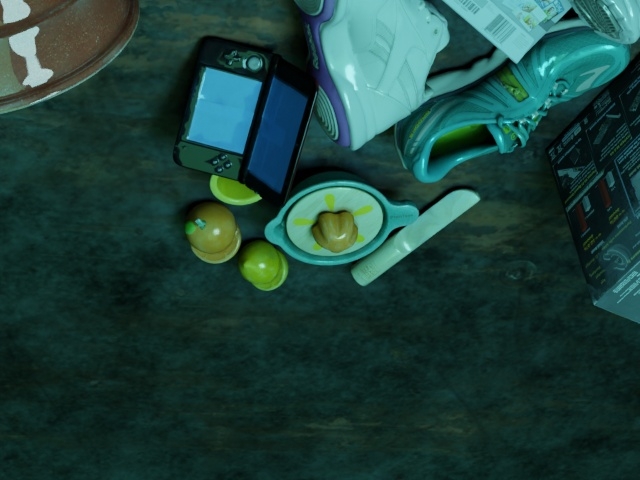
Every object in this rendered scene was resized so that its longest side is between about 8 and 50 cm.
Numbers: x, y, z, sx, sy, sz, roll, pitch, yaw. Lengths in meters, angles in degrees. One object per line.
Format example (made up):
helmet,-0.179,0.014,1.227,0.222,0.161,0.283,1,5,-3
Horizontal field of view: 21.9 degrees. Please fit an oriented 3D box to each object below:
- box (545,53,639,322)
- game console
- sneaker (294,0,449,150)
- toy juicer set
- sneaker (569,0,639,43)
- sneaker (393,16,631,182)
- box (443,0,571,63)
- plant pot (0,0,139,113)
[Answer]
box,0.382,-0.101,1.743,0.076,0.242,0.307,21,128,-28
game console,-0.079,-0.122,1.705,0.124,0.085,0.144,14,107,-8
sneaker,0.050,-0.239,1.660,0.152,0.114,0.305,-25,137,-17
toy juicer set,0.000,0.000,1.891,0.329,0.089,0.209,13,132,-23
sneaker,0.261,-0.304,1.575,0.115,0.090,0.232,-48,124,-15
sneaker,0.209,-0.142,1.764,0.275,0.110,0.107,-27,134,16
box,0.211,-0.285,1.636,0.186,0.038,0.145,-45,128,15
plant pot,-0.315,-0.288,1.425,0.272,0.272,0.265,-9,129,0
